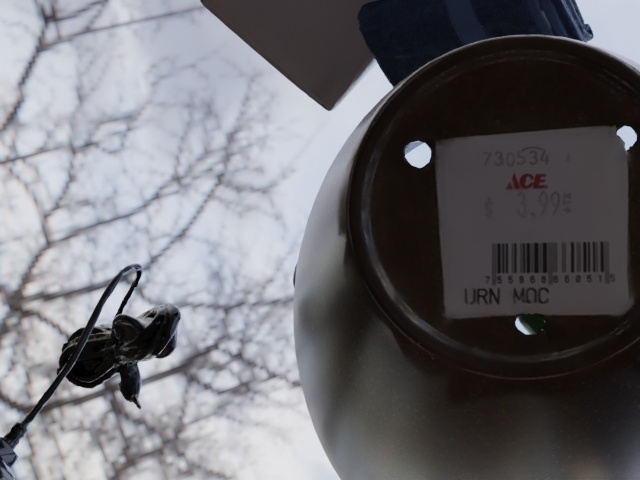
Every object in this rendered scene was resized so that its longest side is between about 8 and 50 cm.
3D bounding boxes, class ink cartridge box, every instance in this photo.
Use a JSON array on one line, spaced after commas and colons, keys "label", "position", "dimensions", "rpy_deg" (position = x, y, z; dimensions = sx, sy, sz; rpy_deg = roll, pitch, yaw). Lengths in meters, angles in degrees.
[{"label": "ink cartridge box", "position": [0.073, -0.240, 0.981], "dimensions": [0.117, 0.278, 0.201], "rpy_deg": [41, -41, -1]}]

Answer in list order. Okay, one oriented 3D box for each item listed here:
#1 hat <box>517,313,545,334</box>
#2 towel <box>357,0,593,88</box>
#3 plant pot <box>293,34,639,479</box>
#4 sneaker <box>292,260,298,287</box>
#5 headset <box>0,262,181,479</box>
[{"label": "hat", "position": [0.161, 0.041, 1.199], "dimensions": [0.208, 0.183, 0.173], "rpy_deg": [142, -44, -76]}, {"label": "towel", "position": [0.082, -0.111, 0.851], "dimensions": [0.119, 0.029, 0.067], "rpy_deg": [-8, -43, 33]}, {"label": "plant pot", "position": [0.079, 0.016, 0.579], "dimensions": [0.215, 0.215, 0.230], "rpy_deg": [61, 1, 16]}, {"label": "sneaker", "position": [0.000, 0.000, 1.079], "dimensions": [0.032, 0.037, 0.083], "rpy_deg": [41, -73, 33]}, {"label": "headset", "position": [-0.255, 0.092, 0.863], "dimensions": [0.185, 0.394, 0.243], "rpy_deg": [-18, -93, 56]}]
